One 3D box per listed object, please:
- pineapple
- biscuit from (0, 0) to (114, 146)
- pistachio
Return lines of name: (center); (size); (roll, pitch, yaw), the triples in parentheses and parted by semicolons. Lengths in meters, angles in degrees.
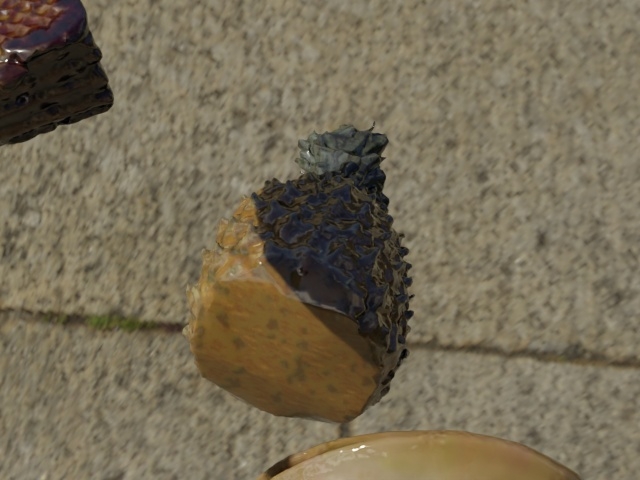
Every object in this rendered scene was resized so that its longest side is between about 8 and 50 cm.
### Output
pineapple: (0.000, 0.000, 1.286); (0.202, 0.202, 0.362); (27, 38, -9)
biscuit: (-0.238, -0.197, 0.875); (0.107, 0.073, 0.388); (-22, 49, -10)
pistachio: (0.066, 0.214, 0.999); (0.260, 0.213, 0.163); (11, 27, -3)
